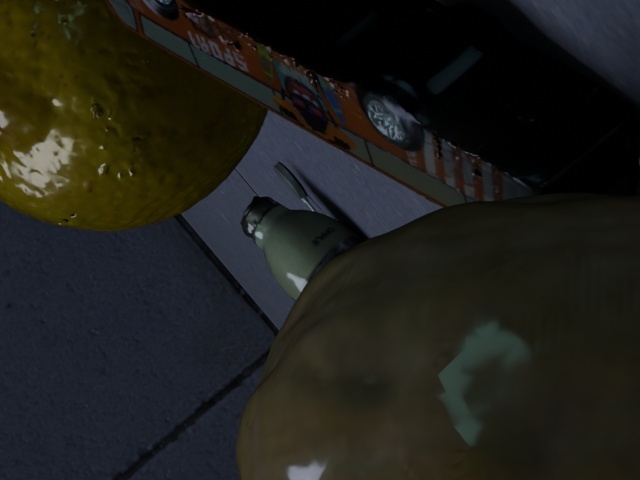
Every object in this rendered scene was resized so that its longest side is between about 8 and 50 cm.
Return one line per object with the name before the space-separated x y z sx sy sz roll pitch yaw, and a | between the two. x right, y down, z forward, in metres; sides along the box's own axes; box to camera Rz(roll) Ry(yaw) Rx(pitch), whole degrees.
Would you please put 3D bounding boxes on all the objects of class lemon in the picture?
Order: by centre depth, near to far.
lemon | -0.170 -0.142 1.536 0.293 0.293 0.293 48 172 9

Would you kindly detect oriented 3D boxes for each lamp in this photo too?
lamp | 0.018 0.038 2.036 0.250 0.101 0.101 36 168 19
lamp | 0.000 0.000 2.123 0.198 0.056 0.050 51 176 12

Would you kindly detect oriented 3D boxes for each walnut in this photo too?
walnut | 0.142 0.146 0.954 0.381 0.381 0.381 48 172 9

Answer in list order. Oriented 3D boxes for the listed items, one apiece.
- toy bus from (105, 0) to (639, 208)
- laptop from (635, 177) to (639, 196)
toy bus | 0.010 -0.115 1.151 0.409 0.093 0.092 33 154 37
laptop | 0.162 -0.037 1.192 0.197 0.016 0.135 41 167 41
